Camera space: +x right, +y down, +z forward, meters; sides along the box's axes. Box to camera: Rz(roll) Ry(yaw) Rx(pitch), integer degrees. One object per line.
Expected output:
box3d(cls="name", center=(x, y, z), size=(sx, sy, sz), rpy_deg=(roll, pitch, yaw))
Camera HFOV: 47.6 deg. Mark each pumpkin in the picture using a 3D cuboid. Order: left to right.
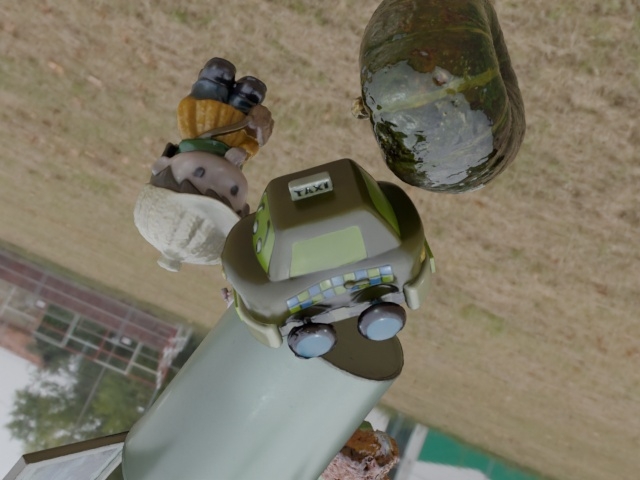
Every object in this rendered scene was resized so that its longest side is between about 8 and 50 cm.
box3d(cls="pumpkin", center=(0.127, -0.176, 0.855), size=(0.189, 0.260, 0.260), rpy_deg=(-16, 150, 23))

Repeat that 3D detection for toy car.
box3d(cls="toy car", center=(0.000, 0.000, 0.858), size=(0.248, 0.204, 0.198), rpy_deg=(-16, 136, 2))

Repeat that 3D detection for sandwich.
box3d(cls="sandwich", center=(0.075, 0.480, 1.654), size=(0.250, 0.162, 0.301), rpy_deg=(47, 142, -5))

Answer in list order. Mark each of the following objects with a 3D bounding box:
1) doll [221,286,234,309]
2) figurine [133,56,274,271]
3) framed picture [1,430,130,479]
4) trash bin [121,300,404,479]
box3d(cls="doll", center=(-0.193, 0.135, 1.675), size=(0.084, 0.127, 0.073), rpy_deg=(20, 147, -7))
box3d(cls="figurine", center=(-0.186, -0.113, 1.173), size=(0.185, 0.332, 0.204), rpy_deg=(23, 142, -30))
box3d(cls="framed picture", center=(-0.444, 0.413, 1.123), size=(0.024, 0.315, 0.232), rpy_deg=(49, -161, 23))
box3d(cls="trash bin", center=(-0.098, 0.261, 1.080), size=(0.281, 0.432, 0.280), rpy_deg=(30, -157, -14))
